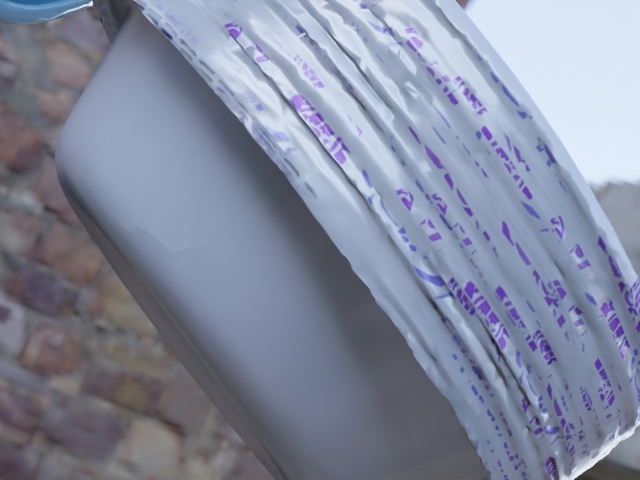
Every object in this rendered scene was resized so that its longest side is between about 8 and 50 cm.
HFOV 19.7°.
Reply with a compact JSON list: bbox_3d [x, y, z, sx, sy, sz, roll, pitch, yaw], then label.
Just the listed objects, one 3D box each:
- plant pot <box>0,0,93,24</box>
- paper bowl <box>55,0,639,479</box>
[{"bbox_3d":[-0.217,-0.372,1.158,0.334,0.341,0.341,41,-9,15],"label":"plant pot"},{"bbox_3d":[0.000,0.000,0.765,0.284,0.148,0.284,51,-9,11],"label":"paper bowl"}]
